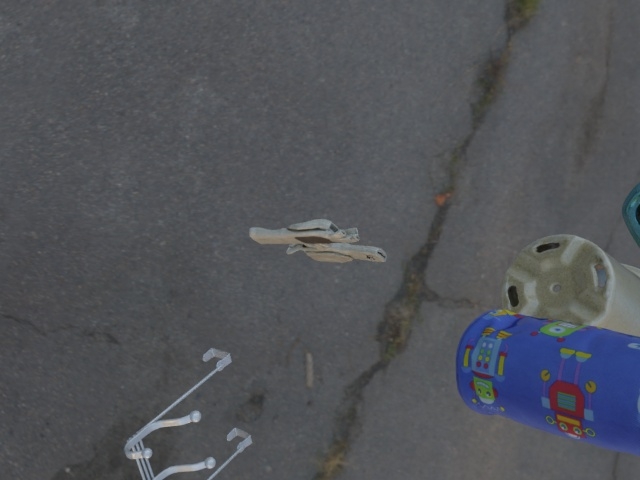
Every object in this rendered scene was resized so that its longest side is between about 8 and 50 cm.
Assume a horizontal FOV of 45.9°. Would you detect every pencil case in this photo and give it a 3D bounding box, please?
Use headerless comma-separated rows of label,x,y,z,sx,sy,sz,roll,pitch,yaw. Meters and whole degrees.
pencil case,0.280,0.140,0.746,0.133,0.306,0.119,-20,103,-34

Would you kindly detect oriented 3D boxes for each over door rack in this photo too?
over door rack,-0.229,0.396,1.470,0.324,0.108,0.239,-48,134,-54

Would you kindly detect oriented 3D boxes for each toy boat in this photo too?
toy boat,0.790,0.011,1.820,0.148,0.267,0.318,1,132,-28

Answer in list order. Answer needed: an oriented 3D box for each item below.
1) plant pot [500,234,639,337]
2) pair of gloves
plant pot,0.528,0.147,1.546,0.305,0.334,0.333,34,73,-47
pair of gloves,0.000,0.000,1.462,0.240,0.204,0.042,26,66,-59
